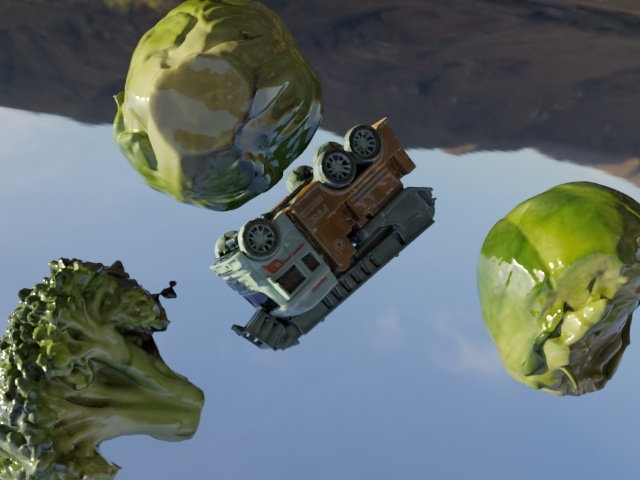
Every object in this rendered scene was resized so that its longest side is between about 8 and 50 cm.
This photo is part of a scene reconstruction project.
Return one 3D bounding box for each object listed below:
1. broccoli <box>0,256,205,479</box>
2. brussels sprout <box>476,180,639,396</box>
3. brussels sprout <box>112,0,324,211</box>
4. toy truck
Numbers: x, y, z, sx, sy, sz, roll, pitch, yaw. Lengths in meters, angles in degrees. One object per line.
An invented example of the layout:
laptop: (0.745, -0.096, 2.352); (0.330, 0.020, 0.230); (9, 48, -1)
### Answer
broccoli: (-0.292, 0.182, 1.149); (0.280, 0.293, 0.348); (22, -156, -21)
brussels sprout: (0.435, 0.078, 1.524); (0.275, 0.371, 0.314); (1, -163, -36)
brussels sprout: (-0.108, -0.139, 0.905); (0.244, 0.244, 0.244); (11, -167, -2)
toy truck: (0.000, 0.000, 1.168); (0.184, 0.338, 0.133); (49, 158, -9)
